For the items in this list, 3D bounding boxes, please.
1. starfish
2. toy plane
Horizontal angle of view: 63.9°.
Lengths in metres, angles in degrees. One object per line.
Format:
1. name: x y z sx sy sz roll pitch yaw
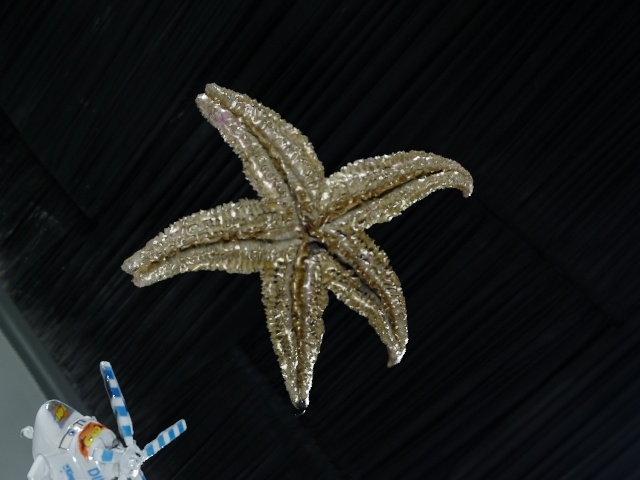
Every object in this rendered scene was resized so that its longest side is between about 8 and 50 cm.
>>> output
1. starfish: 0.000 0.000 0.342 0.043 0.241 0.227 -141 -147 -65
2. toy plane: -0.188 0.268 0.501 0.182 0.107 0.273 -83 151 -55
